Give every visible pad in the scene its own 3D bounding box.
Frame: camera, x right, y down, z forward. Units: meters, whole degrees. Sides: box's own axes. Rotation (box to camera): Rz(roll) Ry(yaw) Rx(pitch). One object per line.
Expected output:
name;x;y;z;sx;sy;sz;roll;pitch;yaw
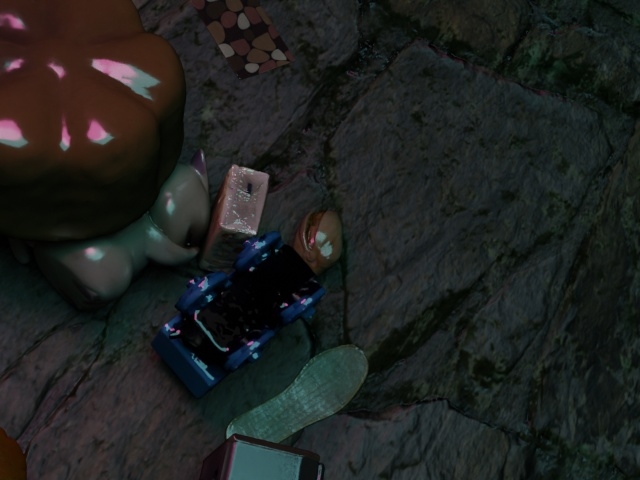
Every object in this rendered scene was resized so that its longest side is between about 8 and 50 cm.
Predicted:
pad;-0.180;-0.488;2.049;0.158;0.003;0.235;-26;78;-27

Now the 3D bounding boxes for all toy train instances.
toy train;-0.154;0.138;1.629;0.188;0.265;0.300;49;56;3

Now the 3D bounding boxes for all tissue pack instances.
tissue pack;-0.173;-0.036;1.736;0.092;0.196;0.148;15;59;-12

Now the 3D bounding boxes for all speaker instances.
speaker;-0.117;0.442;1.526;0.193;0.231;0.153;17;63;-12

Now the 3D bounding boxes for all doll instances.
doll;-0.363;-0.010;1.650;0.370;0.215;0.226;-26;77;-29

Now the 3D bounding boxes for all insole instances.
insole;-0.037;0.315;1.739;0.348;0.009;0.119;-29;80;-28

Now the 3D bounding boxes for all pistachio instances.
pistachio;0.000;0.000;1.843;0.113;0.113;0.149;27;54;-7

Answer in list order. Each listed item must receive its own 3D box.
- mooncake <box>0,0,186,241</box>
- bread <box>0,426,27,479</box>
mooncake;-0.454;-0.237;1.504;0.467;0.262;0.467;9;52;-12
bread;-0.599;0.412;1.392;0.270;0.148;0.269;18;57;-29
